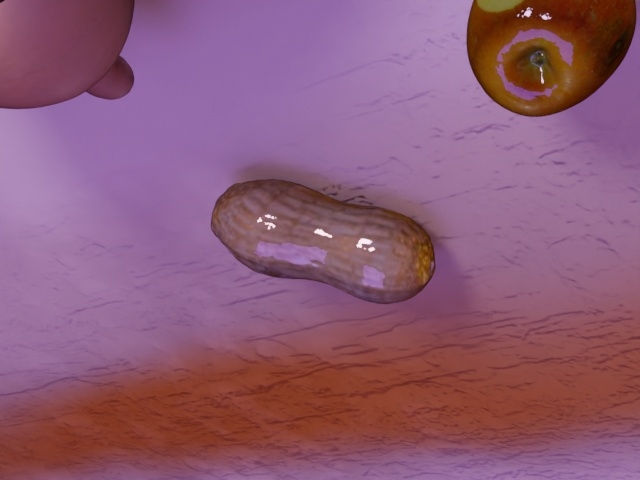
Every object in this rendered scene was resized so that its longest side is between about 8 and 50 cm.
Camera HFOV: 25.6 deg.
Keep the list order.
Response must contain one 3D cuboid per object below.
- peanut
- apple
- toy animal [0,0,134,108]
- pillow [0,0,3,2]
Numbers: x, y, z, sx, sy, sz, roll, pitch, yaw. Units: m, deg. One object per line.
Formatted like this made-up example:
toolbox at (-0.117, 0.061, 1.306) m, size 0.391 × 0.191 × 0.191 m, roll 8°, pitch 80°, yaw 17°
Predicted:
peanut at (0.000, 0.000, 1.225) m, size 0.206 × 0.087 × 0.087 m, roll 16°, pitch 146°, yaw 15°
apple at (0.152, -0.135, 0.925) m, size 0.114 × 0.102 × 0.099 m, roll -9°, pitch 132°, yaw 39°
toy animal at (-0.250, -0.226, 0.978) m, size 0.247 × 0.277 × 0.345 m, roll -13°, pitch 150°, yaw 4°
pillow at (-0.112, -0.278, 0.761) m, size 0.108 × 0.305 × 0.308 m, roll 56°, pitch 165°, yaw 33°
